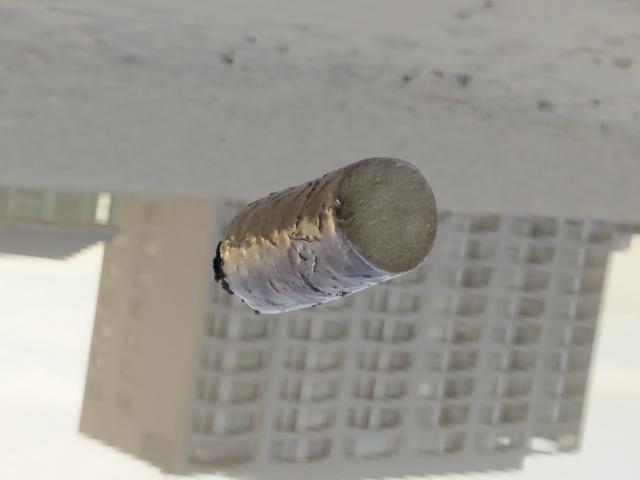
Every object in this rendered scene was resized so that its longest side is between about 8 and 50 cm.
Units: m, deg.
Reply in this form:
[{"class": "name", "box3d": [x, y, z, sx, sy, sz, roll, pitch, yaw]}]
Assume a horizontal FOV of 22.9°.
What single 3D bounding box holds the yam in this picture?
[{"class": "yam", "box3d": [0.001, -0.002, 0.956, 0.079, 0.079, 0.141, 6, 167, -33]}]
